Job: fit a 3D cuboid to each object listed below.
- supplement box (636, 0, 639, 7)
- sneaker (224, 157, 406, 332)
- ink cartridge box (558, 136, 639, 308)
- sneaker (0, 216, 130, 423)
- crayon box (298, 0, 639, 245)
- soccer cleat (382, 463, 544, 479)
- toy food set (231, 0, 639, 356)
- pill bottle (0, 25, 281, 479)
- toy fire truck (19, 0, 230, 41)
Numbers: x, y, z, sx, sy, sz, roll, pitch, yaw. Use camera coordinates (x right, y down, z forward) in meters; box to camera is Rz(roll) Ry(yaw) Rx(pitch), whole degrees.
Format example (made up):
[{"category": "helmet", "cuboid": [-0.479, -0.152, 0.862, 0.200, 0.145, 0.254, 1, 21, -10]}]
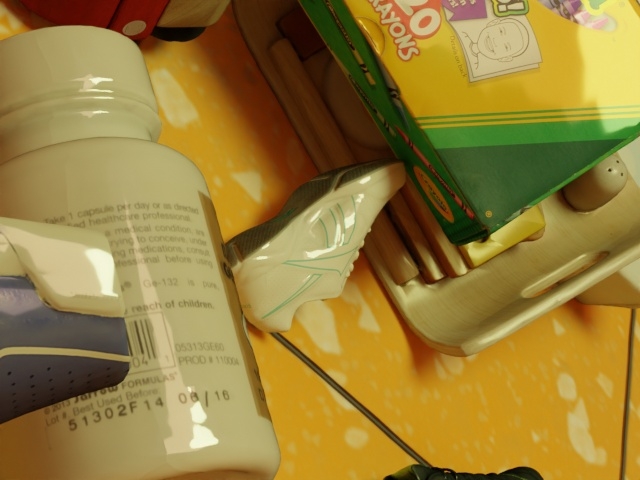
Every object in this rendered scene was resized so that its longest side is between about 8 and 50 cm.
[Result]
[{"category": "supplement box", "cuboid": [0.195, -0.217, 1.100, 0.080, 0.104, 0.188, -28, 90, -24]}, {"category": "sneaker", "cuboid": [0.000, 0.000, 0.941, 0.152, 0.053, 0.061, -38, 110, -30]}, {"category": "ink cartridge box", "cuboid": [0.176, -0.180, 1.167, 0.385, 0.091, 0.308, 41, 66, -27]}, {"category": "sneaker", "cuboid": [-0.221, 0.096, 0.514, 0.315, 0.127, 0.182, -7, 84, -21]}, {"category": "crayon box", "cuboid": [0.086, -0.157, 0.967, 0.165, 0.081, 0.278, -33, 90, -13]}, {"category": "soccer cleat", "cuboid": [0.080, 0.162, 0.931, 0.179, 0.060, 0.072, -21, 80, -52]}, {"category": "toy food set", "cuboid": [0.103, -0.099, 1.040, 0.219, 0.092, 0.306, -28, 87, -25]}, {"category": "pill bottle", "cuboid": [-0.109, 0.020, 0.737, 0.131, 0.131, 0.229, 8, 59, -49]}, {"category": "toy fire truck", "cuboid": [-0.167, -0.236, 0.870, 0.246, 0.158, 0.217, -6, 62, -32]}]
